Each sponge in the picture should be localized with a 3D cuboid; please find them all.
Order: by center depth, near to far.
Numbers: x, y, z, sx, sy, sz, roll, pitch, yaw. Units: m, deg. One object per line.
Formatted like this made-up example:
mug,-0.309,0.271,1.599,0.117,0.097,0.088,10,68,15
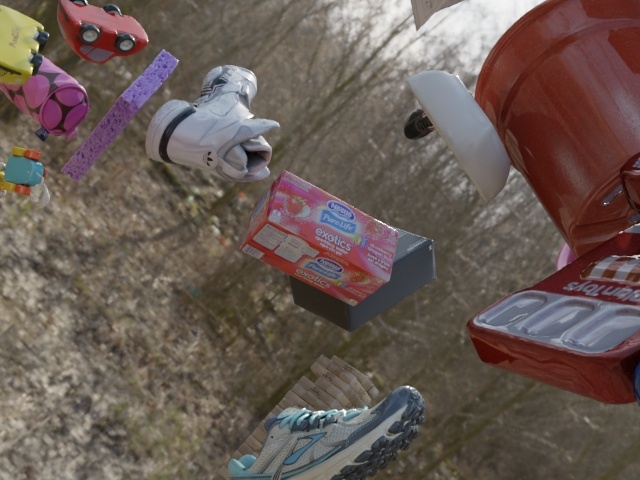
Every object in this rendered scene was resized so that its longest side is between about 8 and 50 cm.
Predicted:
sponge,-0.277,-0.168,1.061,0.031,0.210,0.117,40,47,-16

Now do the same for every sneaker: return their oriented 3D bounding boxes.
sneaker,-0.008,0.238,0.901,0.110,0.283,0.122,18,36,-58
sneaker,-0.166,-0.225,1.529,0.210,0.137,0.366,23,35,11
sneaker,0.258,-0.284,1.759,0.072,0.178,0.077,54,33,-6

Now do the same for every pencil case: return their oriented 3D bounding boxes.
pencil case,-0.441,-0.235,1.160,0.209,0.095,0.098,39,-22,25

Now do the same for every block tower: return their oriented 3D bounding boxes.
block tower,-0.052,0.348,1.334,0.097,0.335,0.091,28,-20,42

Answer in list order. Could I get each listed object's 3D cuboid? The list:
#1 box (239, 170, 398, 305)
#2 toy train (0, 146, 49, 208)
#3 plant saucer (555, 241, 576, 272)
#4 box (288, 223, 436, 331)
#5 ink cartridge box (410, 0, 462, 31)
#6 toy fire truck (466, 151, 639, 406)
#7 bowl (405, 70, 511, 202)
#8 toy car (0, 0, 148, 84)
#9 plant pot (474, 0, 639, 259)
box,0.000,0.000,1.426,0.257,0.123,0.128,27,-36,-16
toy train,-0.400,-0.045,0.996,0.046,0.166,0.125,19,44,-61
plant saucer,0.550,0.037,1.234,0.084,0.332,0.332,62,-4,-26
box,0.091,0.068,1.648,0.184,0.261,0.103,19,-52,47
ink cartridge box,0.216,-0.485,1.317,0.224,0.056,0.181,145,-63,-69
toy fire truck,0.276,0.043,0.541,0.169,0.254,0.302,65,-18,-13
bowl,0.166,-0.125,0.889,0.142,0.053,0.142,43,17,-54
toy car,-0.317,-0.240,0.775,0.225,0.053,0.239,41,30,1
plant pot,0.346,-0.113,0.903,0.272,0.272,0.265,48,23,-40
